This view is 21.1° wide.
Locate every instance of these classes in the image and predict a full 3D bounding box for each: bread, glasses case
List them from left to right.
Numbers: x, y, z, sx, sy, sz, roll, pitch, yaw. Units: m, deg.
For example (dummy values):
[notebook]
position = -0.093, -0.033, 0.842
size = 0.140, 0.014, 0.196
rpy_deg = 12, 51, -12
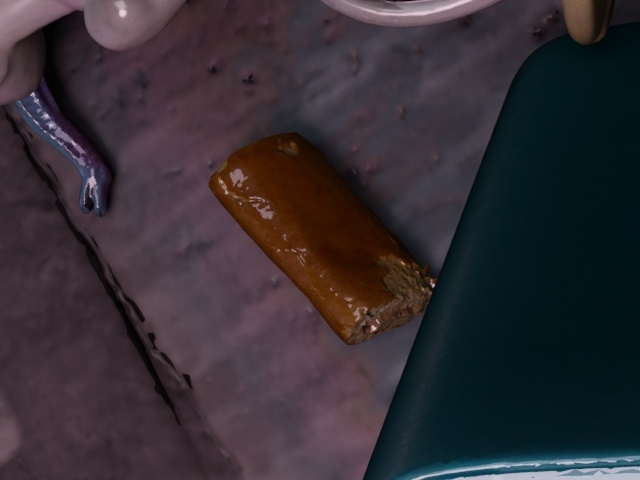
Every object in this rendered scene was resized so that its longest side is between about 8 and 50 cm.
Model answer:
[bread]
position = 0.000, 0.000, 0.623
size = 0.083, 0.047, 0.036
rpy_deg = 48, 132, 17
[glasses case]
position = 0.088, 0.008, 0.459
size = 0.117, 0.301, 0.070
rpy_deg = -11, 108, 16

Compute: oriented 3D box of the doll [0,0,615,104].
[doll]
position = -0.008, -0.115, 0.580
size = 0.271, 0.144, 0.208
rpy_deg = -43, 86, 19

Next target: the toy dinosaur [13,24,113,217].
[toy dinosaur]
position = -0.142, -0.089, 0.677
size = 0.080, 0.045, 0.197
rpy_deg = -30, 84, 1
